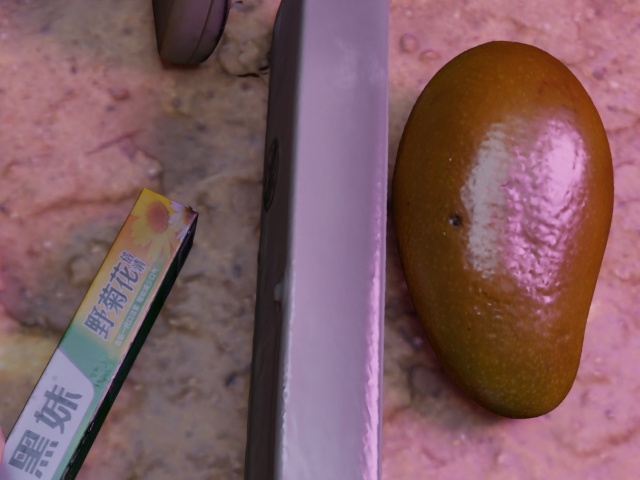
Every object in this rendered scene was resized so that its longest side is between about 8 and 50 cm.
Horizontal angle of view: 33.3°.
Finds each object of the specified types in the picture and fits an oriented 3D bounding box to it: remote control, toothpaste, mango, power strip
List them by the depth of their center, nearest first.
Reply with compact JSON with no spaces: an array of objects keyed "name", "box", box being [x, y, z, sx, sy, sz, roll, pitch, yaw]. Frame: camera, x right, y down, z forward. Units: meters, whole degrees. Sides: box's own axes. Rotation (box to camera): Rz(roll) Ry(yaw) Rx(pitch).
[{"name":"toothpaste","box":[-0.117,0.057,0.568,0.037,0.043,0.178,25,64,-2]},{"name":"power strip","box":[0.000,0.000,0.596,0.062,0.091,0.385,8,66,-13]},{"name":"mango","box":[0.107,-0.011,0.628,0.136,0.099,0.227,7,75,-19]},{"name":"remote control","box":[-0.089,-0.227,0.662,0.038,0.098,0.233,0,68,-20]}]

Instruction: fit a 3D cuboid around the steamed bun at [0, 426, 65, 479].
[{"name":"steamed bun","box":[-0.182,0.203,0.426,0.428,0.189,0.247,45,106,13]}]
